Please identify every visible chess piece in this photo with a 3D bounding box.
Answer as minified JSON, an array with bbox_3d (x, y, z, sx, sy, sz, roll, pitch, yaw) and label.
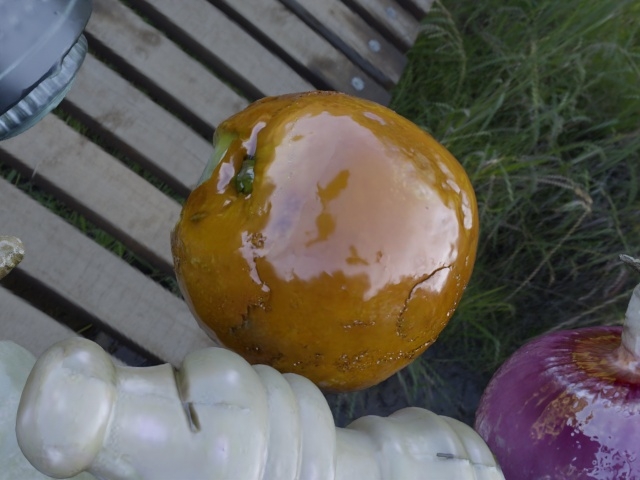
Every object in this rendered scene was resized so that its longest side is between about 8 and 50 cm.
[{"bbox_3d":[-0.029,0.143,0.436,0.307,0.124,0.139,25,84,-29],"label":"chess piece"}]

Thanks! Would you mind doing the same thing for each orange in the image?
[{"bbox_3d":[0.000,0.000,0.575,0.239,0.240,0.240,11,66,-27],"label":"orange"}]

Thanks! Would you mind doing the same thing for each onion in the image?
[{"bbox_3d":[0.363,0.216,0.814,0.358,0.358,0.345,23,103,-21],"label":"onion"}]

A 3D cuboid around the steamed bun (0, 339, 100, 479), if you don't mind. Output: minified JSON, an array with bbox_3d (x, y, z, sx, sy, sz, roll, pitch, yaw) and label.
[{"bbox_3d":[-0.310,0.295,0.704,0.247,0.339,0.352,11,54,-35],"label":"steamed bun"}]

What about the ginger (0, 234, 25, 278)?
[{"bbox_3d":[-0.387,0.088,0.721,0.089,0.075,0.288,10,38,8],"label":"ginger"}]

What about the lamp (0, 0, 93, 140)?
[{"bbox_3d":[-0.313,-0.211,0.565,0.272,0.204,0.374,31,62,-52],"label":"lamp"}]
